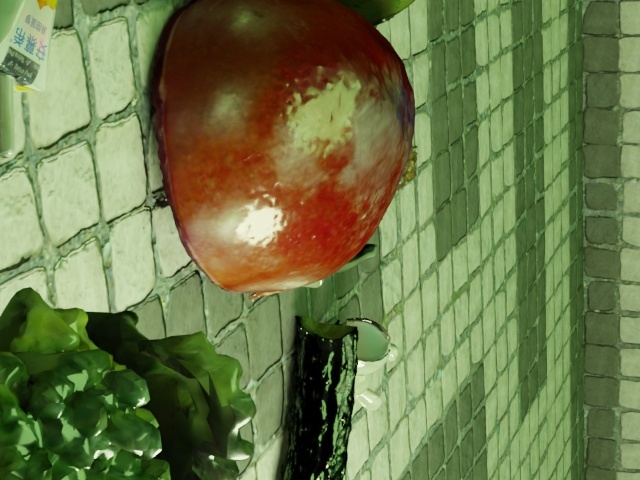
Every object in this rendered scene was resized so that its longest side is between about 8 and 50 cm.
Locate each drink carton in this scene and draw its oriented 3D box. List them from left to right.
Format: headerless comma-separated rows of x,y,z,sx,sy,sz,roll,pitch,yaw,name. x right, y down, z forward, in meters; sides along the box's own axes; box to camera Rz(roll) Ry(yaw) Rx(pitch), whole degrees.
-0.215,-0.151,0.868,0.084,0.074,0.200,36,61,-64,drink carton

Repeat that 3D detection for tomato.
-0.006,-0.089,1.236,0.335,0.176,0.290,31,61,-62,tomato

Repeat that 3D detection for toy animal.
0.041,0.149,1.556,0.071,0.085,0.124,66,-32,32,toy animal

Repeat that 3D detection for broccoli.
-0.194,0.161,0.677,0.334,0.324,0.272,54,31,-64,broccoli

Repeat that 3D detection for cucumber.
-0.008,0.237,1.443,0.072,0.081,0.303,149,-52,-76,cucumber

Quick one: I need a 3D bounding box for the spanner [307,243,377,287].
0.000,0.000,1.473,0.325,0.040,0.096,-20,113,-65,spanner

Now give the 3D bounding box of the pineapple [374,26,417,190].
0.041,-0.171,1.482,0.119,0.111,0.237,-113,-171,-67,pineapple

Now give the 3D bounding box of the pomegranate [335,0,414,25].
0.019,-0.323,1.321,0.225,0.187,0.187,64,23,3,pomegranate
